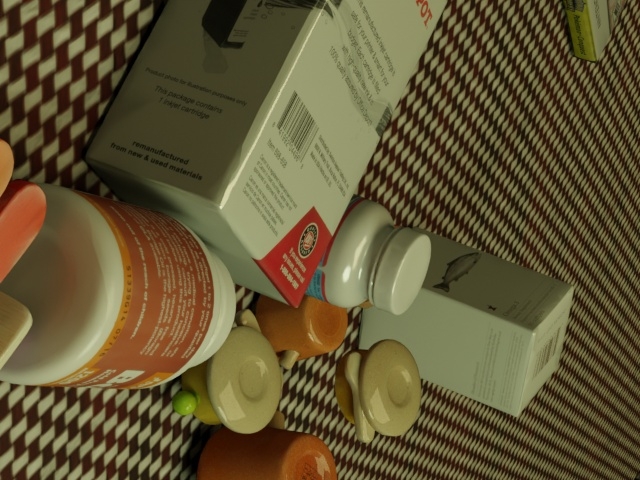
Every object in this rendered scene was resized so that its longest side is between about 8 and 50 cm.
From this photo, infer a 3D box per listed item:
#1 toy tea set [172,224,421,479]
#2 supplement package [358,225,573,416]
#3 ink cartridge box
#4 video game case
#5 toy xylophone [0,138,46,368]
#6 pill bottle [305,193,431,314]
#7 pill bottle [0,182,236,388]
[{"bbox_3d":[-0.023,0.114,1.570,0.336,0.124,0.200,-39,114,-47],"label":"toy tea set"},{"bbox_3d":[0.142,0.078,1.787,0.105,0.179,0.105,-42,146,-50],"label":"supplement package"},{"bbox_3d":[-0.028,-0.120,1.286,0.273,0.114,0.197,-63,157,-14],"label":"ink cartridge box"},{"bbox_3d":[0.344,-0.376,2.062,0.275,0.035,0.248,-63,158,-16],"label":"video game case"},{"bbox_3d":[-0.252,0.003,0.903,0.236,0.081,0.322,-59,156,-23],"label":"toy xylophone"},{"bbox_3d":[0.000,0.000,1.400,0.087,0.160,0.087,-51,152,-39],"label":"pill bottle"},{"bbox_3d":[-0.137,0.034,1.154,0.216,0.121,0.121,15,95,-68],"label":"pill bottle"}]
